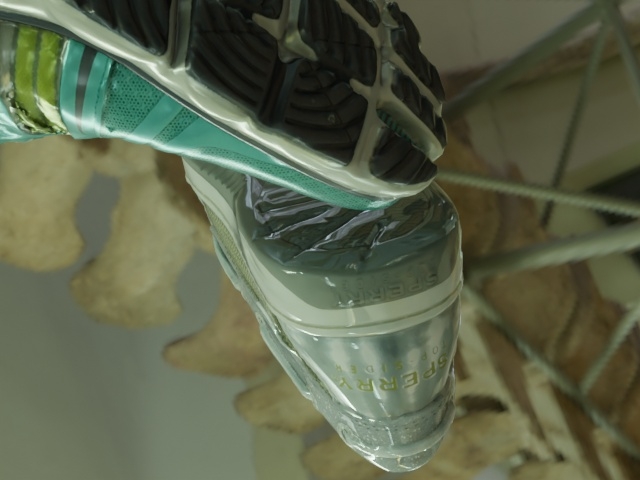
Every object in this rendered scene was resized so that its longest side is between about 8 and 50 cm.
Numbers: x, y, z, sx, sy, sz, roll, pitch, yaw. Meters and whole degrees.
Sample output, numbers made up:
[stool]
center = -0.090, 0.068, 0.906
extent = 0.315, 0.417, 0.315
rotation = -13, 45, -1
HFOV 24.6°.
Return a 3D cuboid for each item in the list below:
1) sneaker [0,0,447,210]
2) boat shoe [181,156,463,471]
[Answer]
[sneaker]
center = -0.090, -0.075, 0.480
extent = 0.275, 0.110, 0.107
rotation = 21, -132, -8
[boat shoe]
center = 0.003, 0.000, 0.724
extent = 0.320, 0.118, 0.103
rotation = -124, 23, -69
